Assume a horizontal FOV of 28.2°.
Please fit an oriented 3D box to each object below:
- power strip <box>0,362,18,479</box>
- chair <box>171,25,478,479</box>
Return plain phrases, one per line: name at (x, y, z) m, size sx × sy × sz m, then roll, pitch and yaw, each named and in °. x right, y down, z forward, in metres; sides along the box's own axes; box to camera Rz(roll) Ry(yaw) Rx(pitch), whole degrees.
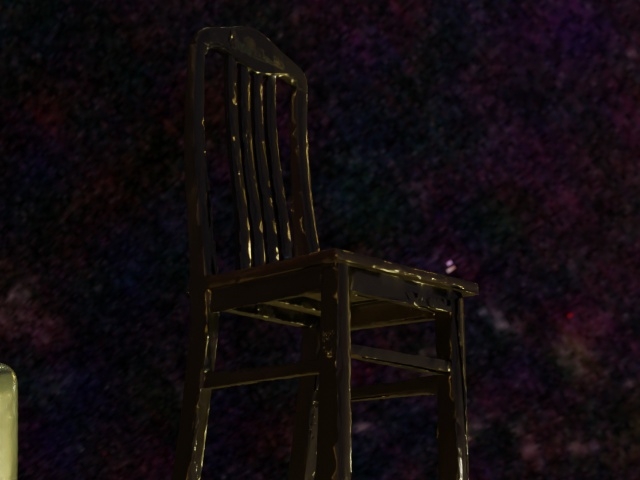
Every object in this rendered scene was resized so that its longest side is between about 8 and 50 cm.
power strip at (-0.316, 0.121, 0.833) m, size 0.139 × 0.224 × 0.140 m, roll -17°, pitch 119°, yaw -44°
chair at (0.000, 0.000, 0.533) m, size 0.084 × 0.101 × 0.212 m, roll 15°, pitch 71°, yaw -45°
